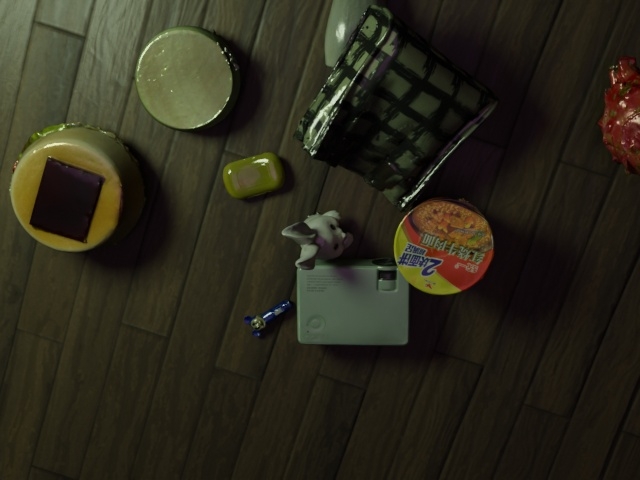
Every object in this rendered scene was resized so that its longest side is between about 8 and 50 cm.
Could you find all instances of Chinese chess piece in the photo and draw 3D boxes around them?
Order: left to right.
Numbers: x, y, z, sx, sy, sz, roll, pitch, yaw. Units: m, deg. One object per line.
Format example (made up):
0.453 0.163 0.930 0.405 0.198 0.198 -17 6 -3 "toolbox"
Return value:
-0.284 -0.351 1.802 0.237 0.092 0.238 1 102 4 "Chinese chess piece"

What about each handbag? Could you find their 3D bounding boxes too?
0.150 -0.263 1.717 0.325 0.162 0.327 28 108 -29 "handbag"

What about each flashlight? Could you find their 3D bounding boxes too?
-0.118 0.177 1.934 0.121 0.035 0.057 -31 98 10 "flashlight"

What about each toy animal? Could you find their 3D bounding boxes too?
0.000 -0.002 1.797 0.130 0.221 0.104 -10 97 7 "toy animal"

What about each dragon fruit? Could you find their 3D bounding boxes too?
0.678 -0.254 1.715 0.205 0.210 0.268 -31 79 26 "dragon fruit"

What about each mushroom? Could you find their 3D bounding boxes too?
0.092 -0.501 1.746 0.159 0.122 0.329 -5 106 -34 "mushroom"

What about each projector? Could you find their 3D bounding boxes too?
0.078 0.135 1.882 0.256 0.099 0.192 0 103 4 "projector"

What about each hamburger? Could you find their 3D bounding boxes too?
-0.535 -0.115 1.831 0.302 0.170 0.302 0 106 1 "hamburger"

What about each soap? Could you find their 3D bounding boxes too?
-0.149 -0.145 1.861 0.140 0.045 0.089 -15 104 5 "soap"

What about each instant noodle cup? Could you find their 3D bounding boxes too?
0.262 -0.005 1.801 0.213 0.174 0.213 1 104 4 "instant noodle cup"
